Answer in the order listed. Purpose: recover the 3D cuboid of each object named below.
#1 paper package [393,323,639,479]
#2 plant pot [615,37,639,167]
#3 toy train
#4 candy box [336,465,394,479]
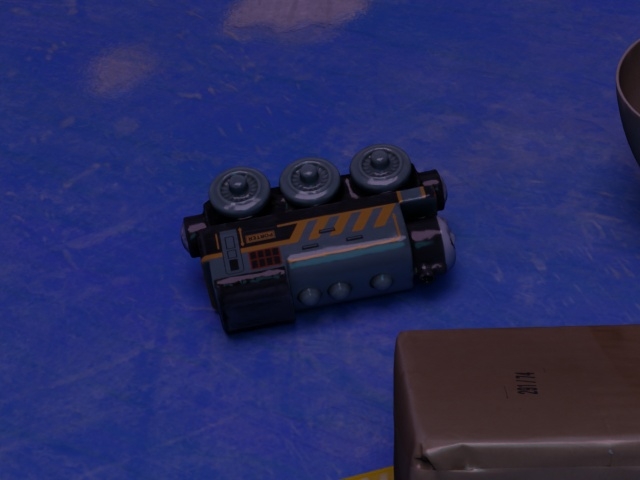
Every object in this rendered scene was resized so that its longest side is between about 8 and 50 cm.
[{"bbox_3d":[0.221,0.198,1.205,0.309,0.168,0.325,-1,12,-1],"label":"paper package"},{"bbox_3d":[0.500,-0.121,1.629,0.284,0.191,0.284,-6,38,4],"label":"plant pot"},{"bbox_3d":[0.000,0.000,1.638,0.333,0.142,0.190,-10,51,-4],"label":"toy train"},{"bbox_3d":[0.058,0.311,1.321,0.105,0.027,0.206,-12,39,-7],"label":"candy box"}]
